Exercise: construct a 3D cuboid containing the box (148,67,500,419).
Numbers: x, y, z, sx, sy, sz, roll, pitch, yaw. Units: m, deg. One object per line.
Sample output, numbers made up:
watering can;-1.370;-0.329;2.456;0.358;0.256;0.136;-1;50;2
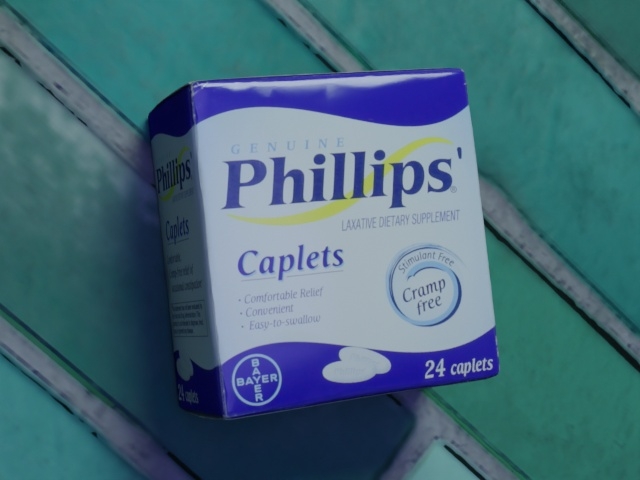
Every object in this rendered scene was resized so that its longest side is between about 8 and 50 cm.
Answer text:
box;0.000;0.000;0.502;0.126;0.072;0.137;-6;87;-20
